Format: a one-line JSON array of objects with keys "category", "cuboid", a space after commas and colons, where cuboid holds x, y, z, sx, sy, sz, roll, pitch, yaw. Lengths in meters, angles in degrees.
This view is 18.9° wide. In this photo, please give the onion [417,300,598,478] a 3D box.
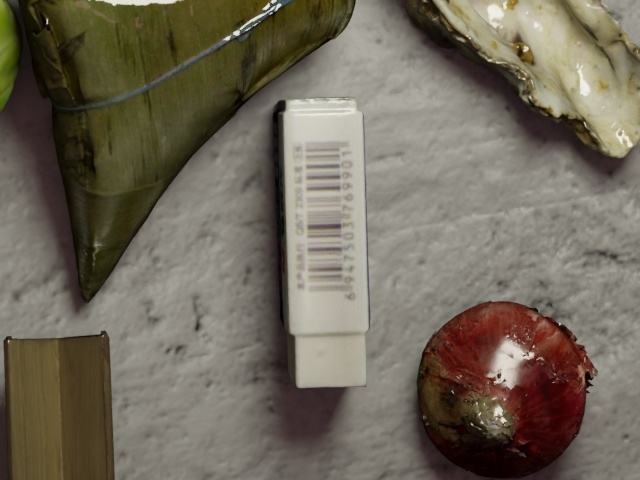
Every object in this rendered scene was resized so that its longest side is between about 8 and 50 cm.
[{"category": "onion", "cuboid": [0.181, 0.154, 1.903, 0.184, 0.147, 0.184, 1, 104, 5]}]

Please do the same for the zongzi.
[{"category": "zongzi", "cuboid": [-0.114, -0.130, 1.857, 0.322, 0.160, 0.361, -11, 112, -13]}]

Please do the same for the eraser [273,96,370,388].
[{"category": "eraser", "cuboid": [0.000, 0.000, 1.879, 0.081, 0.124, 0.279, -2, 94, -6]}]

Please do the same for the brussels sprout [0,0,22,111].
[{"category": "brussels sprout", "cuboid": [-0.383, -0.185, 1.801, 0.223, 0.161, 0.223, -1, 94, -14]}]

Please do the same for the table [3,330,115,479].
[{"category": "table", "cuboid": [-0.250, 0.204, 1.861, 0.167, 0.167, 0.227, -2, 86, -7]}]

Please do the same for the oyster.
[{"category": "oyster", "cuboid": [0.187, -0.221, 1.896, 0.341, 0.110, 0.166, 24, 96, -11]}]
